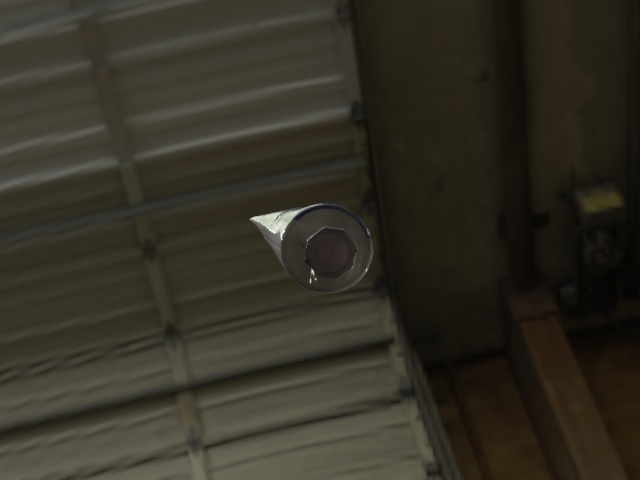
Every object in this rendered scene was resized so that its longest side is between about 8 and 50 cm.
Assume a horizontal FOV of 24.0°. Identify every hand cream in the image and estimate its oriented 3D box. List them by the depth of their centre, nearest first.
[{"bbox_3d":[0.000,0.000,0.924,0.084,0.053,0.142,15,-175,-6],"label":"hand cream"}]
